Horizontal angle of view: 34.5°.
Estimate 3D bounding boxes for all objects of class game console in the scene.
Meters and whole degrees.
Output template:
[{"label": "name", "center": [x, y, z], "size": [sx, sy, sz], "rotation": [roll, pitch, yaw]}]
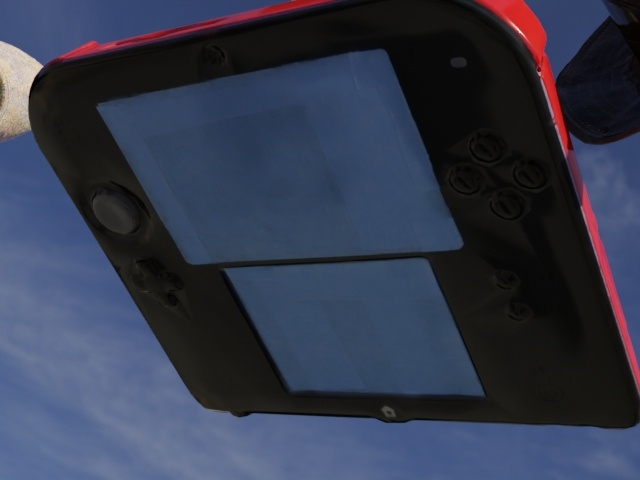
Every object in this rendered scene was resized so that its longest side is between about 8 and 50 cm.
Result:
[{"label": "game console", "center": [0.000, 0.000, 0.711], "size": [0.387, 0.060, 0.342], "rotation": [-3, -58, 34]}]

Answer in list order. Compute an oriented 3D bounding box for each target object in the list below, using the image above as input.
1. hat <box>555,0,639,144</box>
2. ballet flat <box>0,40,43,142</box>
[{"label": "hat", "center": [0.262, -0.208, 0.640], "size": [0.331, 0.331, 0.134], "rotation": [-23, -66, 40]}, {"label": "ballet flat", "center": [-0.351, -0.120, 0.807], "size": [0.316, 0.107, 0.106], "rotation": [3, 17, -35]}]
